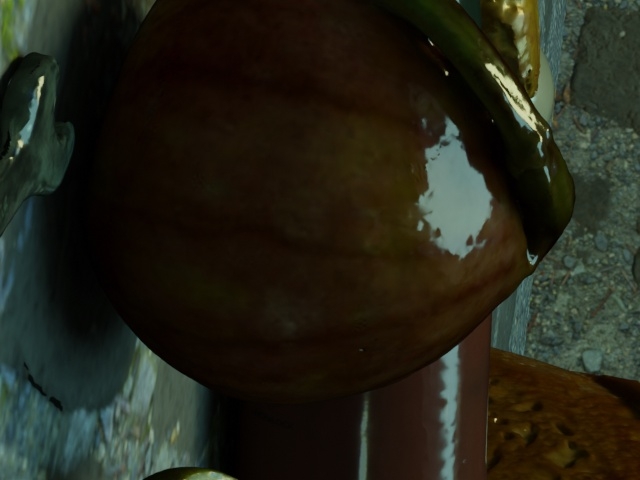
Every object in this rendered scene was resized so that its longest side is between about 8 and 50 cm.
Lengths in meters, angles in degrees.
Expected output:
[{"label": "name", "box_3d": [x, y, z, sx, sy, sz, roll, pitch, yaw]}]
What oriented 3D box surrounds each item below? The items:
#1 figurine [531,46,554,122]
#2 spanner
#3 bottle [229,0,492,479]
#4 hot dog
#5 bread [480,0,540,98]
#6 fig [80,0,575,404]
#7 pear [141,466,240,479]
[{"label": "figurine", "box_3d": [0.094, -0.056, 1.404, 0.155, 0.127, 0.235, 112, -3, -52]}, {"label": "spanner", "box_3d": [-0.122, 0.020, 0.603, 0.254, 0.015, 0.054, -69, 164, -52]}, {"label": "bottle", "box_3d": [0.026, -0.002, 1.029, 0.144, 0.144, 0.336, -51, 145, -71]}, {"label": "hot dog", "box_3d": [0.148, 0.196, 1.220, 0.405, 0.223, 0.185, -125, -148, -63]}, {"label": "bread", "box_3d": [0.077, -0.173, 1.232, 0.236, 0.120, 0.198, -71, 155, -71]}, {"label": "fig", "box_3d": [0.005, -0.027, 0.779, 0.205, 0.205, 0.205, 6, 90, -79]}, {"label": "pear", "box_3d": [-0.059, 0.167, 0.777, 0.141, 0.104, 0.141, 41, 34, -36]}]
